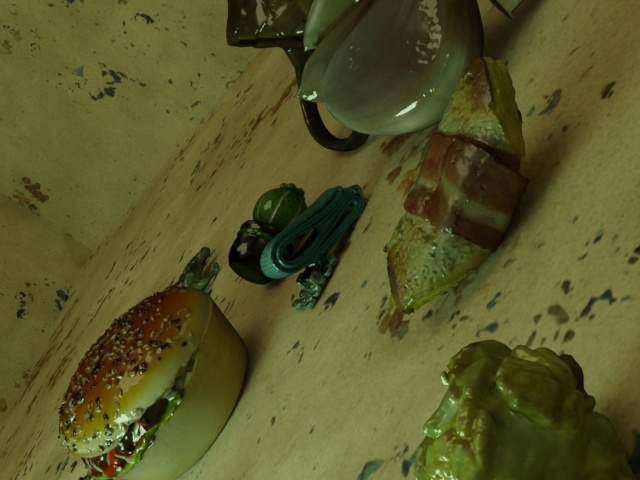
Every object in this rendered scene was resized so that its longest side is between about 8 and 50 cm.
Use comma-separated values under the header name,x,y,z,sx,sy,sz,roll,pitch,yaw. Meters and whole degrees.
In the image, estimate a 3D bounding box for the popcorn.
name,x,y,z,sx,sy,sz,roll,pitch,yaw
popcorn,0.118,0.134,0.596,0.135,0.141,0.162,-46,58,21

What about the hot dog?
name,x,y,z,sx,sy,sz,roll,pitch,yaw
hot dog,0.147,-0.047,0.927,0.262,0.093,0.123,-67,24,12

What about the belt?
name,x,y,z,sx,sy,sz,roll,pitch,yaw
belt,0.002,-0.001,1.281,0.179,0.100,0.065,-46,12,-23

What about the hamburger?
name,x,y,z,sx,sy,sz,roll,pitch,yaw
hamburger,-0.241,0.200,1.326,0.300,0.176,0.300,-40,26,24

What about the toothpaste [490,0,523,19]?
name,x,y,z,sx,sy,sz,roll,pitch,yaw
toothpaste,0.332,-0.418,1.171,0.323,0.066,0.100,-47,14,12

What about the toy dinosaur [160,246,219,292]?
name,x,y,z,sx,sy,sz,roll,pitch,yaw
toy dinosaur,-0.277,0.123,1.774,0.294,0.077,0.162,-48,8,-30

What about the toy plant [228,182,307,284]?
name,x,y,z,sx,sy,sz,roll,pitch,yaw
toy plant,-0.075,-0.016,1.456,0.092,0.092,0.162,-19,40,62

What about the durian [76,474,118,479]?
name,x,y,z,sx,sy,sz,roll,pitch,yaw
durian,-0.339,0.411,1.411,0.186,0.119,0.108,-33,-13,26

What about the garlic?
name,x,y,z,sx,sy,sz,roll,pitch,yaw
garlic,0.102,-0.269,1.238,0.325,0.132,0.279,-55,46,36

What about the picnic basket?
name,x,y,z,sx,sy,sz,roll,pitch,yaw
picnic basket,0.019,-0.298,1.504,0.337,0.337,0.293,-57,24,-7
